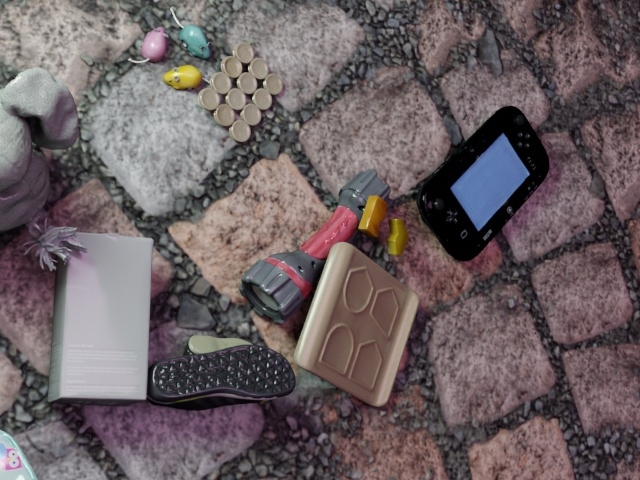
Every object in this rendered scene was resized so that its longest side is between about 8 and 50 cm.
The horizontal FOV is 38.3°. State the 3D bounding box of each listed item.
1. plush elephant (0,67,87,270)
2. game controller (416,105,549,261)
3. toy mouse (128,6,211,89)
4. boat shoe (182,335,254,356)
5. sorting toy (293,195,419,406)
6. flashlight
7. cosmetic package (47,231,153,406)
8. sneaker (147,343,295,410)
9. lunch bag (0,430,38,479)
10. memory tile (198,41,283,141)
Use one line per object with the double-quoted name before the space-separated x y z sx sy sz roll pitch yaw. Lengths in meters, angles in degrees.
"plush elephant" -0.446 -0.114 1.168 0.330 0.255 0.272 35 65 8
"game controller" 0.305 -0.107 1.700 0.319 0.067 0.166 -44 100 -27
"toy mouse" -0.231 -0.317 1.494 0.161 0.031 0.143 2 78 -26
"boat shoe" -0.147 0.178 1.423 0.133 0.042 0.049 12 38 -26
"sorting toy" 0.075 0.096 1.513 0.229 0.041 0.307 34 68 -42
"flashlight" 0.000 0.000 1.501 0.304 0.103 0.103 -47 106 -26
"cosmetic package" -0.314 0.112 1.319 0.127 0.107 0.237 8 72 -25
"sneaker" -0.157 0.209 1.379 0.235 0.097 0.084 2 63 -17
"lunch bag" -0.473 0.374 1.150 0.279 0.108 0.224 -24 64 -32
"memory tile" -0.132 -0.247 1.530 0.113 0.012 0.148 44 63 -25
